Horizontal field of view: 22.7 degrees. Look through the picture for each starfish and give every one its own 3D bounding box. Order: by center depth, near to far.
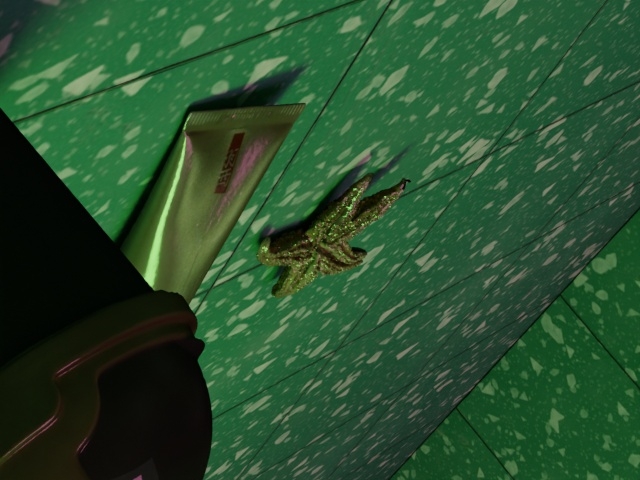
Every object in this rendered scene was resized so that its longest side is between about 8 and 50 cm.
[{"bbox_3d":[-0.001,-0.001,1.837,0.227,0.043,0.240,-48,159,24],"label":"starfish"}]

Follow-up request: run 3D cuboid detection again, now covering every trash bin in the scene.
[{"bbox_3d":[-0.199,0.063,1.007,0.214,0.334,0.214,-34,163,-12],"label":"trash bin"}]

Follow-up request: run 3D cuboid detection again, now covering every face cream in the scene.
[{"bbox_3d":[-0.137,0.001,1.482,0.137,0.084,0.341,-8,142,-44],"label":"face cream"}]
